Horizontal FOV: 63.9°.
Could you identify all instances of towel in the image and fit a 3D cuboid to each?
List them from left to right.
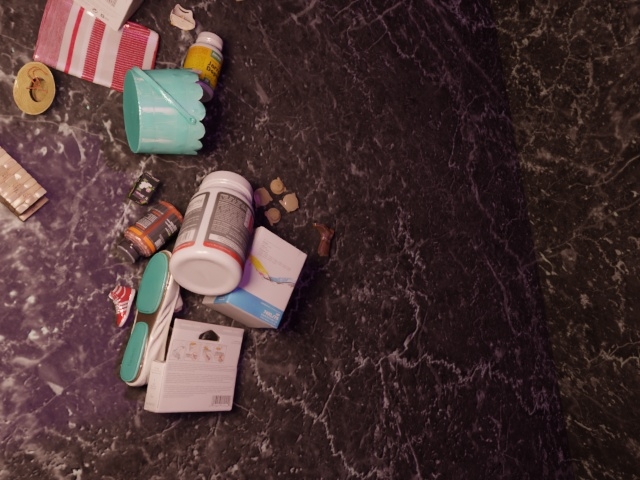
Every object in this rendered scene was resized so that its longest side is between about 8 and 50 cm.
[{"bbox_3d":[-0.669,-0.591,1.564,0.329,0.037,0.236,14,76,-33],"label":"towel"}]

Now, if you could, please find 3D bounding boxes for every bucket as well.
[{"bbox_3d":[-0.474,-0.385,1.535,0.183,0.281,0.280,-7,87,-30],"label":"bucket"}]

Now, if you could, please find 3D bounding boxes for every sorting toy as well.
[{"bbox_3d":[-0.464,-0.757,1.729,0.083,0.045,0.075,19,66,-31],"label":"sorting toy"}]

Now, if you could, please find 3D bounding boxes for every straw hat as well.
[{"bbox_3d":[-0.783,-0.421,1.442,0.061,0.145,0.144,-13,91,-78],"label":"straw hat"}]

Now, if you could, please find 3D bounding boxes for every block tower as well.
[{"bbox_3d":[-0.870,-0.204,1.334,0.335,0.097,0.091,50,60,-20],"label":"block tower"}]

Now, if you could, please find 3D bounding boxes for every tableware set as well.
[{"bbox_3d":[-0.162,-0.146,1.861,0.169,0.020,0.141,-38,103,-31],"label":"tableware set"}]

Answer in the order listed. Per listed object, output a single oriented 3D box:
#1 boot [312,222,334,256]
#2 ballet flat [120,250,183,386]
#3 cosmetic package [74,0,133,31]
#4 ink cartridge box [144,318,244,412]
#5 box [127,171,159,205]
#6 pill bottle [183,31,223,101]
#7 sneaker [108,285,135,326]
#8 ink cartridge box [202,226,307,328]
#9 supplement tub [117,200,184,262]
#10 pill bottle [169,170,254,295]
[{"bbox_3d":[0.000,0.000,1.946,0.107,0.037,0.114,24,75,-28],"label":"boot"},{"bbox_3d":[-0.485,0.233,1.533,0.139,0.139,0.399,18,78,-32],"label":"ballet flat"},{"bbox_3d":[-0.609,-0.766,1.531,0.151,0.151,0.183,35,50,-21],"label":"cosmetic package"},{"bbox_3d":[-0.371,0.380,1.552,0.296,0.066,0.260,24,70,-53],"label":"ink cartridge box"},{"bbox_3d":[-0.542,-0.157,1.572,0.052,0.062,0.083,35,65,-28],"label":"box"},{"bbox_3d":[-0.390,-0.579,1.705,0.118,0.118,0.208,22,71,-31],"label":"pill bottle"},{"bbox_3d":[-0.591,0.190,1.501,0.067,0.042,0.118,25,62,-34],"label":"sneaker"},{"bbox_3d":[-0.213,0.124,1.678,0.197,0.198,0.269,33,66,-27],"label":"ink cartridge box"},{"bbox_3d":[-0.514,-0.023,1.547,0.106,0.106,0.198,52,58,-17],"label":"supplement tub"},{"bbox_3d":[-0.314,-0.032,1.562,0.210,0.210,0.362,32,42,-27],"label":"pill bottle"}]
